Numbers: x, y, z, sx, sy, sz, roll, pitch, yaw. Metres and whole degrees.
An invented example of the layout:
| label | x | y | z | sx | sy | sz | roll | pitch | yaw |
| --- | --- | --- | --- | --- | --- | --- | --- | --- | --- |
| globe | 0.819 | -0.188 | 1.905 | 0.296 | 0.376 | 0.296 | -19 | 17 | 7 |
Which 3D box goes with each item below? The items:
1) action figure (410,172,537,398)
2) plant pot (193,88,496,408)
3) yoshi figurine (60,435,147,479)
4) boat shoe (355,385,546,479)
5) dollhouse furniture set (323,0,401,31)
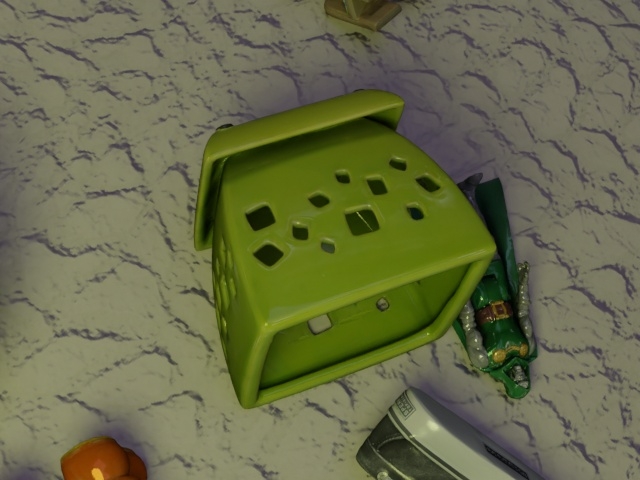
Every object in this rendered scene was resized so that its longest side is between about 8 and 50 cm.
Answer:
| label | x | y | z | sx | sy | sz | roll | pitch | yaw |
| --- | --- | --- | --- | --- | --- | --- | --- | --- | --- |
| action figure | 0.167 | 0.049 | 1.181 | 0.137 | 0.063 | 0.232 | -14 | 77 | -19 |
| plant pot | 0.000 | 0.000 | 1.078 | 0.227 | 0.228 | 0.207 | -18 | 69 | -16 |
| yoshi figurine | -0.156 | 0.362 | 0.969 | 0.203 | 0.203 | 0.362 | 6 | 45 | -52 |
| boat shoe | 0.167 | 0.264 | 1.085 | 0.301 | 0.108 | 0.102 | 38 | 100 | -10 |
| dollhouse furniture set | 0.051 | -0.390 | 1.245 | 0.161 | 0.212 | 0.242 | 28 | 61 | 39 |
